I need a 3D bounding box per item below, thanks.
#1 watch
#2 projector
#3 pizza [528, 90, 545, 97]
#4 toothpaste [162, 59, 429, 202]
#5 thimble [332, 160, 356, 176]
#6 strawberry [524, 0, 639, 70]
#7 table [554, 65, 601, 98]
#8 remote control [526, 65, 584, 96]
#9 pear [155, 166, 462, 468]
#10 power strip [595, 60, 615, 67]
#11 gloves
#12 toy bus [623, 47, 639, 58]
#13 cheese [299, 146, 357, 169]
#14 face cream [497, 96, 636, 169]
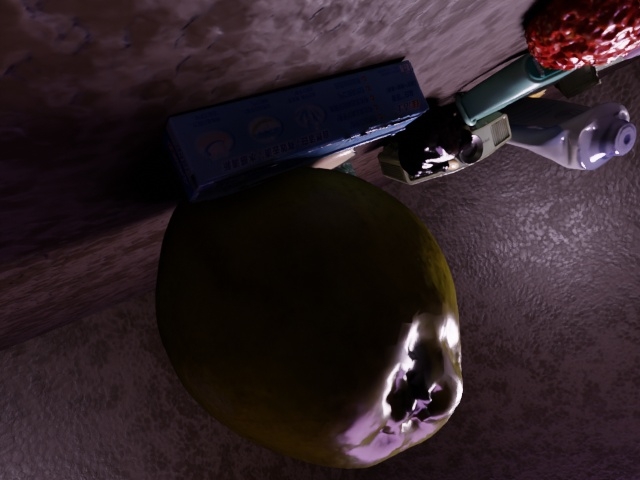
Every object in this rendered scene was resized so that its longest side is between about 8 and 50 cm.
[{"bbox_3d":[0.371,-0.301,0.794,0.237,0.068,0.195,-29,-176,-16],"label":"watch"},{"bbox_3d":[0.280,-0.218,0.936,0.269,0.088,0.193,-25,-158,-8],"label":"projector"},{"bbox_3d":[0.581,-0.414,1.243,0.178,0.041,0.131,-25,178,30],"label":"pizza"},{"bbox_3d":[-0.009,-0.114,0.409,0.272,0.066,0.053,-25,180,-27],"label":"toothpaste"},{"bbox_3d":[0.011,-0.114,0.819,0.118,0.090,0.135,-28,180,-27],"label":"thimble"},{"bbox_3d":[0.327,-0.255,0.505,0.174,0.098,0.228,-25,179,-13],"label":"strawberry"},{"bbox_3d":[0.581,-0.381,0.949,0.079,0.062,0.083,-26,-150,27],"label":"table"},{"bbox_3d":[0.531,-0.387,0.900,0.229,0.044,0.073,-31,-158,22],"label":"remote control"},{"bbox_3d":[-0.022,0.070,0.513,0.351,0.352,0.413,-25,-139,-14],"label":"pear"},{"bbox_3d":[0.765,-0.489,1.034,0.264,0.059,0.193,-25,-179,-14],"label":"power strip"},{"bbox_3d":[0.230,-0.196,0.772,0.180,0.129,0.106,-26,178,-26],"label":"gloves"},{"bbox_3d":[0.583,-0.382,0.714,0.108,0.096,0.199,-20,-174,27],"label":"toy bus"},{"bbox_3d":[-0.021,-0.120,0.644,0.171,0.048,0.092,-25,178,33],"label":"cheese"},{"bbox_3d":[0.526,-0.278,0.994,0.234,0.137,0.420,-26,-148,-12],"label":"face cream"}]
